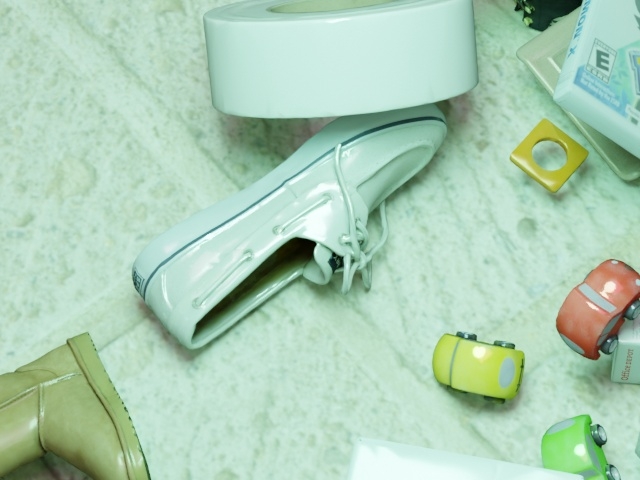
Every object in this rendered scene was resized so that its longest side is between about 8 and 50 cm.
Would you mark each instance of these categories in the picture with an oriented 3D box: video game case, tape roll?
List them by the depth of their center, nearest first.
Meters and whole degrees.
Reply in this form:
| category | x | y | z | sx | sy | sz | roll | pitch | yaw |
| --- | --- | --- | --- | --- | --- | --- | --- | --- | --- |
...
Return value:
| category | x | y | z | sx | sy | sz | roll | pitch | yaw |
| --- | --- | --- | --- | --- | --- | --- | --- | --- | --- |
| video game case | 0.411 | -0.183 | 1.860 | 0.329 | 0.036 | 0.300 | 31 | 60 | -18 |
| tape roll | 0.023 | -0.202 | 1.868 | 0.286 | 0.286 | 0.100 | -6 | 103 | 1 |

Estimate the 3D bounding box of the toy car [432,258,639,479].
| category | x | y | z | sx | sy | sz | roll | pitch | yaw |
| --- | --- | --- | --- | --- | --- | --- | --- | --- | --- |
| toy car | 0.226 | 0.157 | 1.717 | 0.239 | 0.053 | 0.225 | -26 | 73 | 27 |

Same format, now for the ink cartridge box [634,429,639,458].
| category | x | y | z | sx | sy | sz | roll | pitch | yaw |
| --- | --- | --- | --- | --- | --- | --- | --- | --- | --- |
| ink cartridge box | 0.450 | 0.221 | 1.637 | 0.198 | 0.115 | 0.273 | -30 | 61 | -14 |

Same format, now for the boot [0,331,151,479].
| category | x | y | z | sx | sy | sz | roll | pitch | yaw |
| --- | --- | --- | --- | --- | --- | --- | --- | --- | --- |
| boot | -0.311 | 0.216 | 1.706 | 0.269 | 0.089 | 0.236 | -23 | 38 | -11 |

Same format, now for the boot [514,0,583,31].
| category | x | y | z | sx | sy | sz | roll | pitch | yaw |
| --- | --- | --- | --- | --- | --- | --- | --- | --- | --- |
| boot | 0.216 | -0.291 | 1.956 | 0.236 | 0.178 | 0.085 | -13 | 59 | -7 |

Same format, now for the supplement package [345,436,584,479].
| category | x | y | z | sx | sy | sz | roll | pitch | yaw |
| --- | --- | --- | --- | --- | --- | --- | --- | --- | --- |
| supplement package | 0.110 | 0.327 | 1.540 | 0.198 | 0.262 | 0.199 | 9 | 60 | 10 |

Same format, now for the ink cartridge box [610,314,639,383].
| category | x | y | z | sx | sy | sz | roll | pitch | yaw |
| --- | --- | --- | --- | --- | --- | --- | --- | --- | --- |
| ink cartridge box | 0.348 | 0.103 | 1.761 | 0.122 | 0.088 | 0.052 | 2 | 59 | 6 |

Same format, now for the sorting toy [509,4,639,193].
| category | x | y | z | sx | sy | sz | roll | pitch | yaw |
| --- | --- | --- | --- | --- | --- | --- | --- | --- | --- |
| sorting toy | 0.334 | -0.174 | 1.944 | 0.348 | 0.047 | 0.196 | -34 | 74 | -17 |

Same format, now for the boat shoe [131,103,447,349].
| category | x | y | z | sx | sy | sz | roll | pitch | yaw |
| --- | --- | --- | --- | --- | --- | --- | --- | --- | --- |
| boat shoe | -0.002 | -0.004 | 1.825 | 0.367 | 0.136 | 0.156 | -30 | 61 | -11 |
